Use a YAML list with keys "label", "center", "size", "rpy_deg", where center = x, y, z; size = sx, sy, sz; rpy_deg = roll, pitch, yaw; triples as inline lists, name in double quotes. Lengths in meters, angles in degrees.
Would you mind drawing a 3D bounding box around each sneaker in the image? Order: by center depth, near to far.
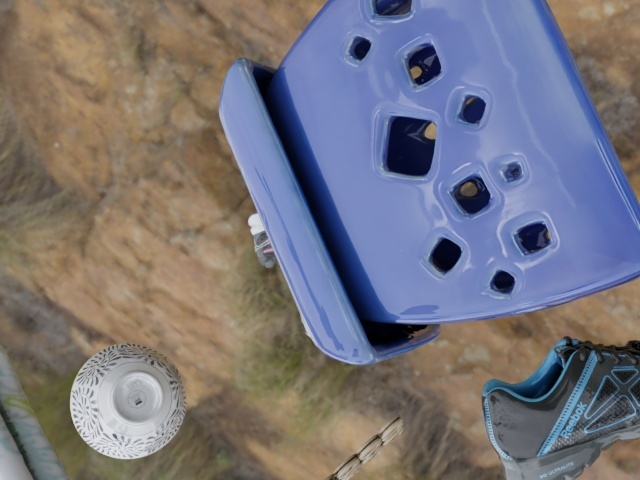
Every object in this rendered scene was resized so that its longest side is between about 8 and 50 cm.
- label: "sneaker"
  center: [0.356, 0.170, 1.237]
  size: [0.139, 0.341, 0.125]
  rpy_deg: [65, 173, -7]
- label: "sneaker"
  center: [0.000, 0.000, 1.294]
  size: [0.178, 0.077, 0.072]
  rpy_deg: [-4, 176, -3]

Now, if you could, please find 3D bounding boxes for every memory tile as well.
- label: "memory tile"
  center: [0.050, 0.277, 1.307]
  size: [0.012, 0.148, 0.113]
  rpy_deg: [48, 171, 16]

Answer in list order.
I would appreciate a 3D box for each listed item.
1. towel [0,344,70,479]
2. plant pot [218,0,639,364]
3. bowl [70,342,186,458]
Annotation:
- label: "towel"
  center: [-0.333, 0.278, 0.879]
  size: [0.374, 0.320, 0.090]
  rpy_deg: [52, -163, 29]
- label: "plant pot"
  center: [0.078, -0.050, 0.678]
  size: [0.236, 0.212, 0.236]
  rpy_deg: [67, -162, 7]
- label: "bowl"
  center: [-0.267, 0.227, 1.480]
  size: [0.170, 0.170, 0.080]
  rpy_deg: [42, 158, -8]
